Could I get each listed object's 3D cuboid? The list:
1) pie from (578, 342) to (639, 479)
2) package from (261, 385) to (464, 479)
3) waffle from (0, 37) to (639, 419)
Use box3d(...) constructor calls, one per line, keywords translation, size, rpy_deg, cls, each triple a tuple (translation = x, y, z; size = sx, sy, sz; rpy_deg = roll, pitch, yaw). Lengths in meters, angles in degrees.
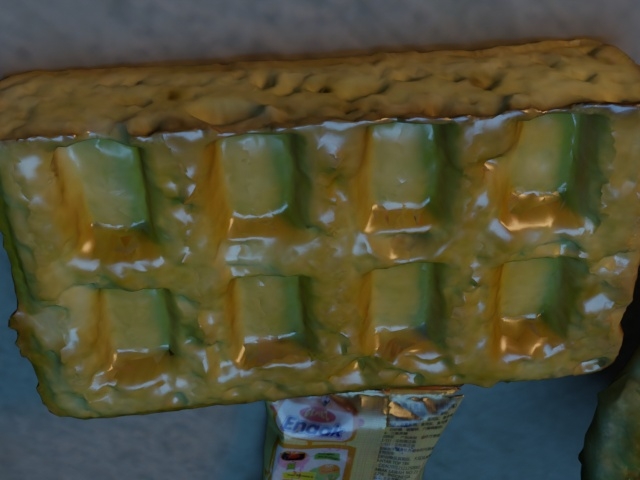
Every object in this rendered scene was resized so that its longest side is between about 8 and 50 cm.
box3d(translation=(0.303, 0.084, 0.463), size=(0.371, 0.078, 0.296), rpy_deg=(3, 102, 17), cls="pie")
box3d(translation=(0.017, 0.116, 0.587), size=(0.108, 0.031, 0.120), rpy_deg=(3, 125, -9), cls="package")
box3d(translation=(0.000, 0.000, 0.466), size=(0.274, 0.057, 0.168), rpy_deg=(-5, 132, -1), cls="waffle")
